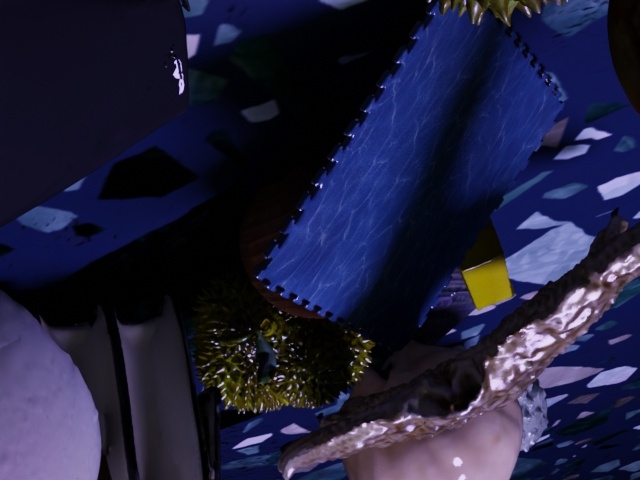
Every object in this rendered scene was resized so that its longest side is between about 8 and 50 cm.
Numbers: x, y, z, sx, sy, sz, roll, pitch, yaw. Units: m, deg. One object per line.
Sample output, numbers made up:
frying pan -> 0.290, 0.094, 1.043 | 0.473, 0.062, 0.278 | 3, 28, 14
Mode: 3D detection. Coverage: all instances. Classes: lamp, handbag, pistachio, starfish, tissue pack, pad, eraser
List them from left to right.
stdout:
handbag -> -0.242, -0.069, 0.659 | 0.342, 0.152, 0.288 | -26, 175, 10
handbag -> -0.216, 0.226, 1.227 | 0.160, 0.236, 0.358 | -3, 156, -24
lamp -> 0.000, 0.000, 1.054 | 0.136, 0.136, 0.136 | -14, 155, -7
tissue pack -> 0.103, 0.075, 1.369 | 0.112, 0.051, 0.156 | 0, 149, -33
pad -> 0.082, -0.047, 0.986 | 0.269, 0.012, 0.269 | -58, 149, 2
pistachio -> 0.125, 0.209, 1.354 | 0.193, 0.214, 0.318 | -28, 165, 9
eraser -> 0.143, 0.001, 1.190 | 0.045, 0.097, 0.122 | -23, 155, 5
starfish -> 0.161, 0.079, 1.048 | 0.432, 0.082, 0.324 | -37, 173, 16

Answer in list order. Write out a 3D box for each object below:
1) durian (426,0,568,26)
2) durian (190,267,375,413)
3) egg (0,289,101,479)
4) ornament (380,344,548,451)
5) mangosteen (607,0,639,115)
durian -> 0.090, -0.215, 0.648 | 0.237, 0.176, 0.200 | 15, 121, -32
durian -> -0.046, 0.090, 1.207 | 0.198, 0.146, 0.159 | 19, 152, -41
egg -> -0.365, 0.214, 0.878 | 0.354, 0.340, 0.354 | 10, 133, 11
ornament -> 0.189, 0.203, 1.595 | 0.120, 0.130, 0.285 | -44, 146, 21
mangosteen -> 0.344, -0.118, 0.733 | 0.382, 0.435, 0.382 | -15, 124, -23
